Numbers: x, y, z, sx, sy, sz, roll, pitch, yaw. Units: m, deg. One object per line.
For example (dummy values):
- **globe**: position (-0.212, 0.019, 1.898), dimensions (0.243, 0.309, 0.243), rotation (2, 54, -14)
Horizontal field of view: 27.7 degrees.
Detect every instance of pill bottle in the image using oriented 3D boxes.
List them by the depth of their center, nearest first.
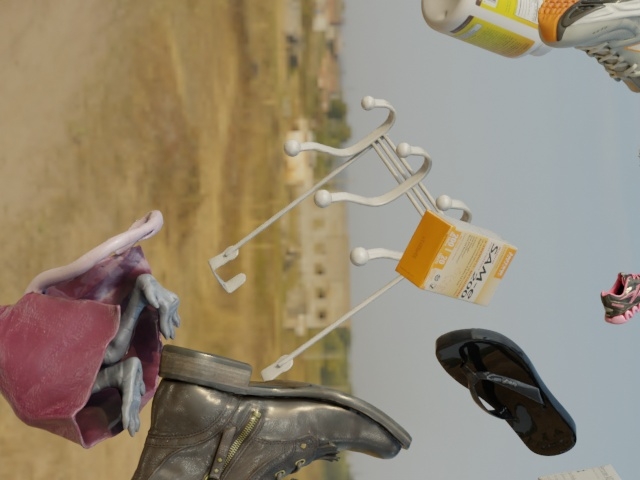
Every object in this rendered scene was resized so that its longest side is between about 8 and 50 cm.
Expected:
- **pill bottle**: position (0.265, -0.347, 1.969), dimensions (0.117, 0.215, 0.117), rotation (-21, -117, 49)

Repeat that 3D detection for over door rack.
- **over door rack**: position (0.000, 0.000, 1.542), dimensions (0.108, 0.324, 0.239), rotation (33, 19, -40)

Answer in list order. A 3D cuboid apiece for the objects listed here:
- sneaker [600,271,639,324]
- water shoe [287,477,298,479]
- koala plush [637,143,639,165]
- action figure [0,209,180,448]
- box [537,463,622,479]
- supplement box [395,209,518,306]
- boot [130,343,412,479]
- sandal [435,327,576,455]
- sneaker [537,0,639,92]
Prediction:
- **sneaker**: position (0.424, 0.062, 1.745), dimensions (0.057, 0.119, 0.047), rotation (62, -19, -17)
- **water shoe**: position (-0.050, 0.417, 2.059), dimensions (0.073, 0.080, 0.203), rotation (56, 12, 6)
- **koala plush**: position (0.465, -0.090, 1.368), dimensions (0.196, 0.221, 0.203), rotation (39, 28, -29)
- **action figure**: position (-0.360, 0.116, 1.433), dimensions (0.248, 0.370, 0.275), rotation (-37, 126, -66)
- **box**: position (0.404, 0.446, 1.923), dimensions (0.181, 0.119, 0.181), rotation (-63, 143, -86)
- **supplement box**: position (0.119, 0.017, 1.127), dimensions (0.036, 0.098, 0.062), rotation (36, -75, 43)
- **boot**: position (-0.066, 0.226, 1.130), dimensions (0.091, 0.263, 0.228), rotation (166, -59, -74)
- **sandal**: position (0.250, 0.203, 1.698), dimensions (0.254, 0.097, 0.054), rotation (42, 35, -21)
- **sneaker**: position (0.338, -0.218, 1.435), dimensions (0.099, 0.262, 0.121), rotation (15, -67, 47)
